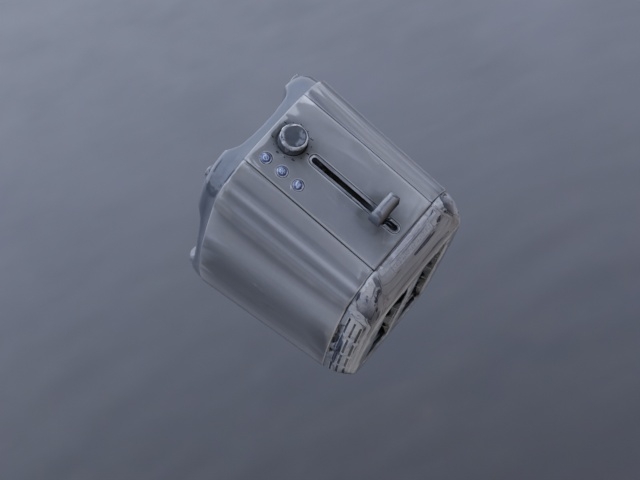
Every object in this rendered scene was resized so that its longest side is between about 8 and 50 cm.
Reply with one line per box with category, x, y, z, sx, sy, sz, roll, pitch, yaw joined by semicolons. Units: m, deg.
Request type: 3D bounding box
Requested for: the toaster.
toaster;0.000;0.000;1.168;0.129;0.146;0.227;-48;-9;-23
